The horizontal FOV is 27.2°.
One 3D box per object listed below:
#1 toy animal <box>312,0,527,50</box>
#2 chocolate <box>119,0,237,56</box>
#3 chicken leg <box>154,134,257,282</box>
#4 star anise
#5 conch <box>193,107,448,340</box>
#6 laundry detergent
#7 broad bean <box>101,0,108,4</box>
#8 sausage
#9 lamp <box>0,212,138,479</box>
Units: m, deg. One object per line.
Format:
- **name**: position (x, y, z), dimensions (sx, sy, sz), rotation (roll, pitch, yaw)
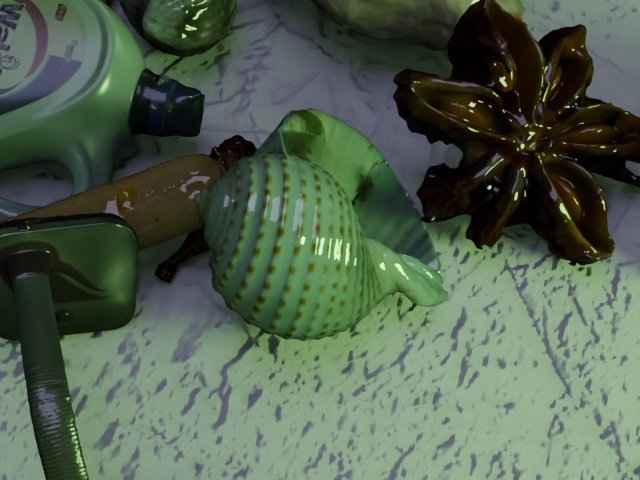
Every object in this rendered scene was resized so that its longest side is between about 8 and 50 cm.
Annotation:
- **toy animal**: position (0.056, -0.297, 1.148), dimensions (0.226, 0.188, 0.358), rotation (-37, 75, -29)
- **chocolate**: position (-0.141, -0.260, 1.185), dimensions (0.110, 0.110, 0.248), rotation (-15, 58, -7)
- **chicken leg**: position (-0.090, -0.029, 1.074), dimensions (0.062, 0.037, 0.145), rotation (-1, 55, 26)
- **star anise**: position (0.152, -0.076, 1.041), dimensions (0.190, 0.126, 0.220), rotation (-36, 96, -30)
- **conch**: position (-0.010, 0.004, 0.993), dimensions (0.131, 0.200, 0.172), rotation (-35, 34, 23)
- **laundry detergent**: position (-0.239, -0.113, 1.089), dimensions (0.280, 0.105, 0.215), rotation (14, 78, 3)
- **broad bean**: position (-0.220, -0.230, 1.206), dimensions (0.063, 0.045, 0.083), rotation (-2, 49, 15)
- **sausage**: position (-0.213, 0.002, 1.024), dimensions (0.301, 0.066, 0.066), rotation (-17, 58, 0)
- **lamp**: position (-0.129, 0.114, 0.937), dimensions (0.203, 0.124, 0.283), rotation (-8, 59, -14)
